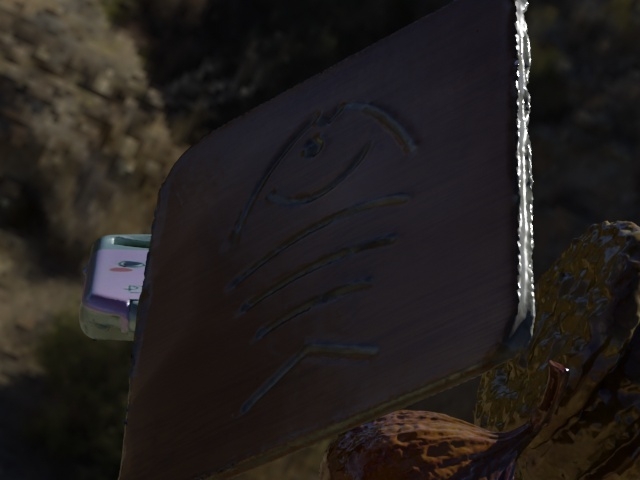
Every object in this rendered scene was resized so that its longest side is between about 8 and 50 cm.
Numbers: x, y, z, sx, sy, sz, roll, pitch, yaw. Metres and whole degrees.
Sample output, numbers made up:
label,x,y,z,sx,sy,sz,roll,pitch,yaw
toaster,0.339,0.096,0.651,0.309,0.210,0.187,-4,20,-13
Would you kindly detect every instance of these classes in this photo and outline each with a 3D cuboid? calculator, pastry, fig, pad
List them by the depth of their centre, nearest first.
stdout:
label,x,y,z,sx,sy,sz,roll,pitch,yaw
pad,0.000,0.000,1.113,0.018,0.286,0.284,41,38,-36
fig,0.096,0.158,1.339,0.134,0.201,0.146,54,3,-26
pastry,0.216,0.101,1.563,0.132,0.235,0.240,44,28,-10
calculator,-0.142,0.042,1.716,0.141,0.045,0.246,4,16,-4
